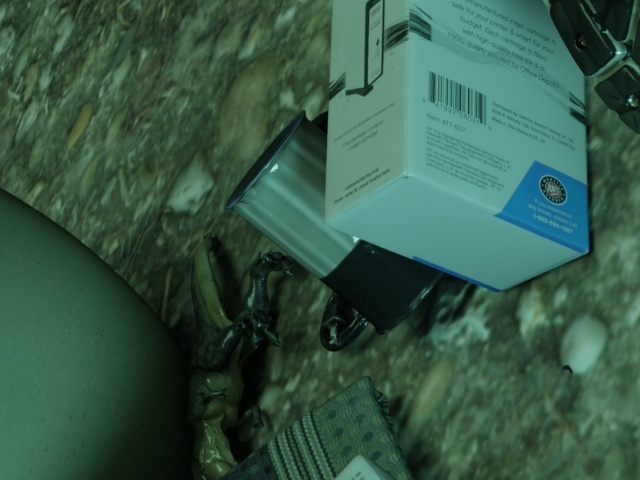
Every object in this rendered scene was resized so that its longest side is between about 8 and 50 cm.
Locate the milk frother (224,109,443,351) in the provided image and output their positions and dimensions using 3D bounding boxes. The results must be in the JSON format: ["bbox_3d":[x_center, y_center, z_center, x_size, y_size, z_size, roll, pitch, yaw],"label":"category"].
[{"bbox_3d":[0.000,0.000,1.215,0.143,0.135,0.129,-47,8,24],"label":"milk frother"}]

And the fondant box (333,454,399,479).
[{"bbox_3d":[0.043,0.302,0.937,0.238,0.096,0.330,-47,41,2],"label":"fondant box"}]

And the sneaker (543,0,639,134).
[{"bbox_3d":[0.195,-0.171,1.035,0.330,0.147,0.130,51,142,31],"label":"sneaker"}]

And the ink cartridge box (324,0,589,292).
[{"bbox_3d":[0.086,-0.091,1.133,0.086,0.148,0.203,-30,48,46],"label":"ink cartridge box"}]

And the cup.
[{"bbox_3d":[-0.231,0.130,1.372,0.331,0.237,0.331,-32,49,46],"label":"cup"}]

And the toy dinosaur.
[{"bbox_3d":[-0.064,0.068,1.341,0.118,0.064,0.268,-47,35,40],"label":"toy dinosaur"}]

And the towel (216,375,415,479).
[{"bbox_3d":[-0.032,0.283,1.125,0.312,0.056,0.324,-37,43,13],"label":"towel"}]
